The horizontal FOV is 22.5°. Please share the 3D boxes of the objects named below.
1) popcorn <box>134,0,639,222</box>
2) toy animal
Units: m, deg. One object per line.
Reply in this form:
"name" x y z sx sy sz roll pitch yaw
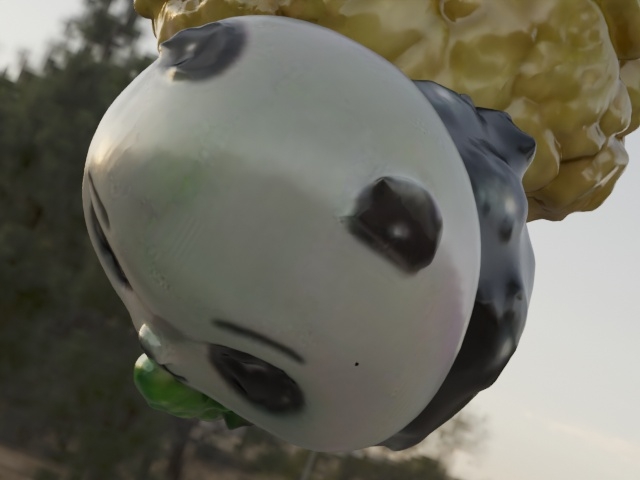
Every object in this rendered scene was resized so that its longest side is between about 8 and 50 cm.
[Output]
"popcorn" 0.062 -0.154 1.232 0.390 0.354 0.344 58 1 -41
"toy animal" -0.007 0.007 0.800 0.212 0.213 0.266 15 2 26
